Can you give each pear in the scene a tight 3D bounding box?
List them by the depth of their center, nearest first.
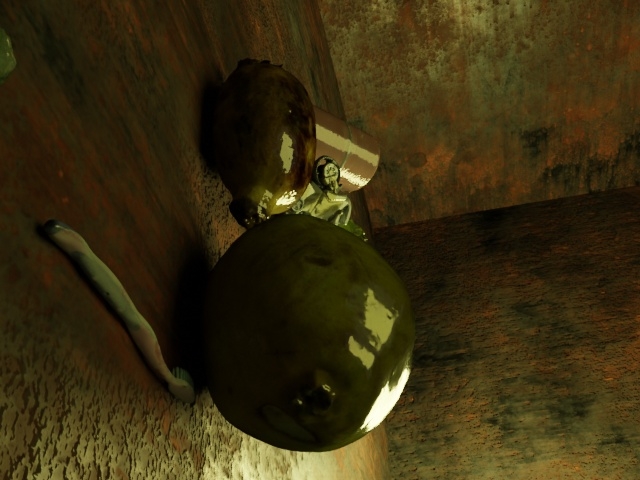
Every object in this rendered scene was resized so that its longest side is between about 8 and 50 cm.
[{"bbox_3d":[-0.017,0.103,0.728,0.321,0.269,0.269,-121,-160,-80],"label":"pear"}]

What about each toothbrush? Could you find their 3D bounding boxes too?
[{"bbox_3d":[-0.164,0.073,0.546,0.269,0.021,0.027,71,1,-46],"label":"toothbrush"}]

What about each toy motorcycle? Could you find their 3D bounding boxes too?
[{"bbox_3d":[-0.015,-0.033,1.066,0.151,0.074,0.228,53,58,-28],"label":"toy motorcycle"}]

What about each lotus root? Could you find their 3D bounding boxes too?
[{"bbox_3d":[-0.077,-0.140,0.888,0.169,0.141,0.314,61,23,-53],"label":"lotus root"}]

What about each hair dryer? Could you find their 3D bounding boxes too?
[{"bbox_3d":[-0.025,-0.069,1.153,0.210,0.125,0.352,20,78,-40],"label":"hair dryer"}]

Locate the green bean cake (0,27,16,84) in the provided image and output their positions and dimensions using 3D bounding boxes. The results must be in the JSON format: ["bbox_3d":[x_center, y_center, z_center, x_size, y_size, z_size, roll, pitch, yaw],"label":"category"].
[{"bbox_3d":[-0.214,-0.120,0.229,0.173,0.094,0.181,-71,149,-68],"label":"green bean cake"}]

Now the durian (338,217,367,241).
[{"bbox_3d":[0.000,0.000,1.403,0.169,0.158,0.352,44,16,-6],"label":"durian"}]
